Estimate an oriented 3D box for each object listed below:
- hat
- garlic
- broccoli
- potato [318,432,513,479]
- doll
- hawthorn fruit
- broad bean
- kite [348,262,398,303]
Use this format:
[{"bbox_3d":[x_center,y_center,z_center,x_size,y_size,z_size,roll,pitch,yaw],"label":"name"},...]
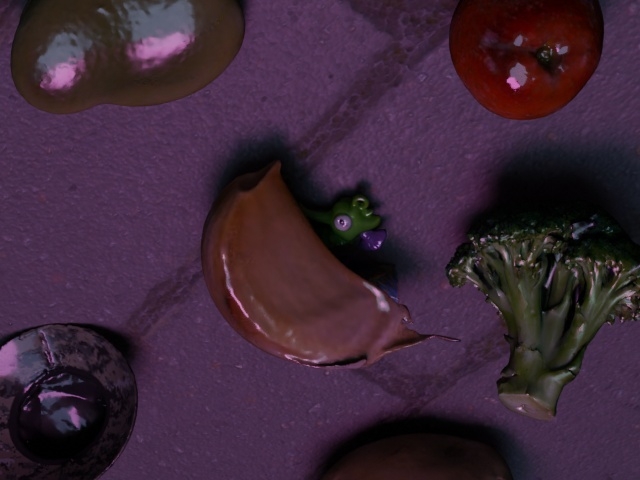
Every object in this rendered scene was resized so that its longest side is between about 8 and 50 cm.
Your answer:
[{"bbox_3d":[-0.367,0.255,1.676,0.265,0.266,0.128,-6,161,9],"label":"hat"},{"bbox_3d":[-0.015,0.071,1.447,0.338,0.151,0.196,45,120,-8],"label":"garlic"},{"bbox_3d":[0.271,0.083,1.421,0.254,0.269,0.269,12,130,11],"label":"broccoli"},{"bbox_3d":[0.123,0.408,1.712,0.326,0.221,0.243,-12,129,19],"label":"potato"},{"bbox_3d":[0.000,0.000,1.504,0.115,0.050,0.190,39,126,-14],"label":"doll"},{"bbox_3d":[0.215,-0.211,1.235,0.172,0.173,0.173,2,129,3],"label":"hawthorn fruit"},{"bbox_3d":[-0.217,-0.235,1.301,0.263,0.121,0.189,-13,123,-5],"label":"broad bean"},{"bbox_3d":[0.048,0.079,1.587,0.183,0.010,0.160,35,124,-22],"label":"kite"}]
